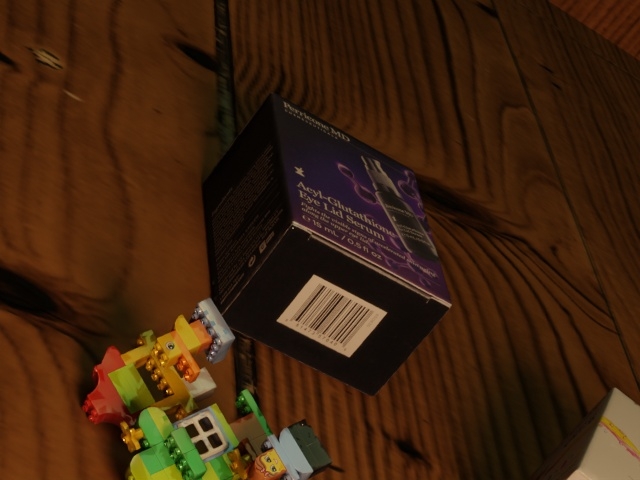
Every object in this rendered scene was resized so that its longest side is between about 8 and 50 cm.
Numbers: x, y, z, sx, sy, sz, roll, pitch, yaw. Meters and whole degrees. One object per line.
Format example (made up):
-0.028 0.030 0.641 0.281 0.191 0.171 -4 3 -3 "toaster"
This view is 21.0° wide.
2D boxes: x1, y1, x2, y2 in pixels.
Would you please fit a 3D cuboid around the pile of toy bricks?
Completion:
-0.074 0.140 1.051 0.105 0.118 0.212 -24 71 -28 "pile of toy bricks"

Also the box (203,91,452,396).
0.000 0.000 1.374 0.153 0.108 0.207 27 27 -24 "box"

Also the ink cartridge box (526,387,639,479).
0.211 0.216 1.266 0.127 0.128 0.176 41 23 5 "ink cartridge box"
